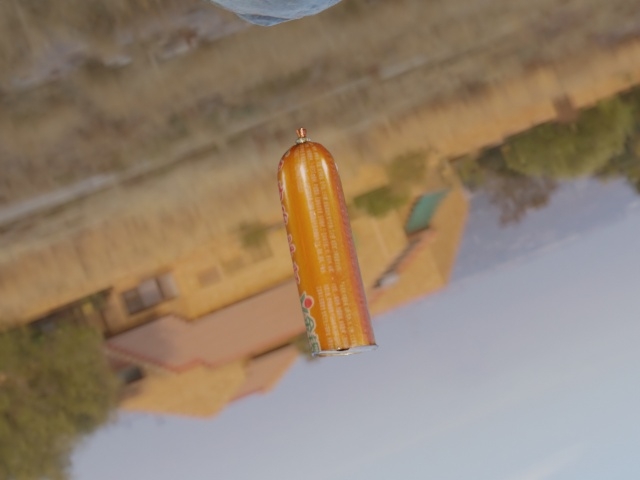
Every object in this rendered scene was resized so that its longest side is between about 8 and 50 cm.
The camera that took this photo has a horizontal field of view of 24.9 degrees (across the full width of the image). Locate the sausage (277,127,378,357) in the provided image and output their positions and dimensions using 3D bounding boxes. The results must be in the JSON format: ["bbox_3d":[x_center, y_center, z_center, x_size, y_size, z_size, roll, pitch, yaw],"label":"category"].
[{"bbox_3d":[0.000,0.000,0.656,0.031,0.107,0.031,-12,168,-3],"label":"sausage"}]

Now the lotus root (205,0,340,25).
[{"bbox_3d":[-0.010,-0.211,0.647,0.175,0.175,0.349,-20,152,-25],"label":"lotus root"}]
